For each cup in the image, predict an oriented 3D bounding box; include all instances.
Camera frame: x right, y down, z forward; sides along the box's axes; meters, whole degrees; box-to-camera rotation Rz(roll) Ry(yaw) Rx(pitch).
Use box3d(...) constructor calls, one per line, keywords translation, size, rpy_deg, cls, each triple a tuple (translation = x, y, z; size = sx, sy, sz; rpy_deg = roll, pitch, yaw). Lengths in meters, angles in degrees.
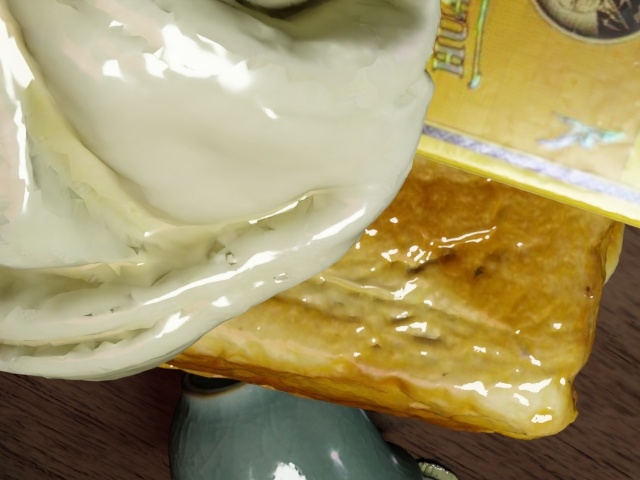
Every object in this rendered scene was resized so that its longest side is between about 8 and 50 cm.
box3d(translation=(-0.039, 0.150, 0.895), size=(0.199, 0.199, 0.150), rpy_deg=(-10, 114, 25), cls="cup")

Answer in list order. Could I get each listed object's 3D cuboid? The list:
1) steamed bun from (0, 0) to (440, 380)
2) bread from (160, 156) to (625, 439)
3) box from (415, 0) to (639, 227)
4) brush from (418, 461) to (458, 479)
box3d(translation=(-0.118, -0.133, 0.462), size=(0.237, 0.346, 0.394), rpy_deg=(11, 110, -34), cls="steamed bun")
box3d(translation=(0.001, -0.002, 0.698), size=(0.343, 0.195, 0.149), rpy_deg=(14, 173, 2), cls="bread")
box3d(translation=(0.147, -0.108, 0.546), size=(0.301, 0.084, 0.193), rpy_deg=(17, 101, -3), cls="box")
box3d(translation=(-0.004, 0.216, 1.051), size=(0.266, 0.027, 0.062), rpy_deg=(-4, 134, 25), cls="brush")
